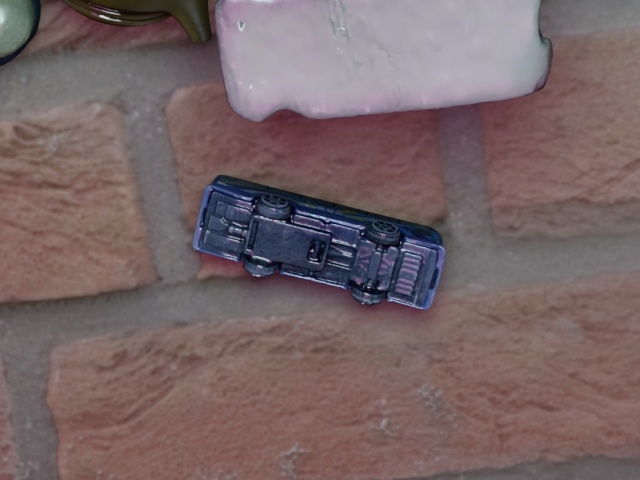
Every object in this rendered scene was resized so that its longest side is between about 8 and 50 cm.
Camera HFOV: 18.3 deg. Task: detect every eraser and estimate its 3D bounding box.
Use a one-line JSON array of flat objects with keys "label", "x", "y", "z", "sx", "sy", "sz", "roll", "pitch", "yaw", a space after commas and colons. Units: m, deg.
[{"label": "eraser", "x": 0.059, "y": -0.196, "z": 1.710, "sx": 0.272, "sy": 0.359, "sz": 0.122, "roll": -3, "pitch": 105, "yaw": 2}]

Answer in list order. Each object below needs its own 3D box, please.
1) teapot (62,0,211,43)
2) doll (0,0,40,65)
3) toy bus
[{"label": "teapot", "x": -0.187, "y": -0.281, "z": 1.803, "sx": 0.267, "sy": 0.185, "sz": 0.175, "roll": 43, "pitch": 138, "yaw": 21}, {"label": "doll", "x": -0.386, "y": -0.204, "z": 1.838, "sx": 0.258, "sy": 0.154, "sz": 0.228, "roll": -22, "pitch": 71, "yaw": 1}, {"label": "toy bus", "x": 0.001, "y": -0.003, "z": 1.906, "sx": 0.236, "sy": 0.094, "sz": 0.079, "roll": 14, "pitch": 113, "yaw": 0}]
